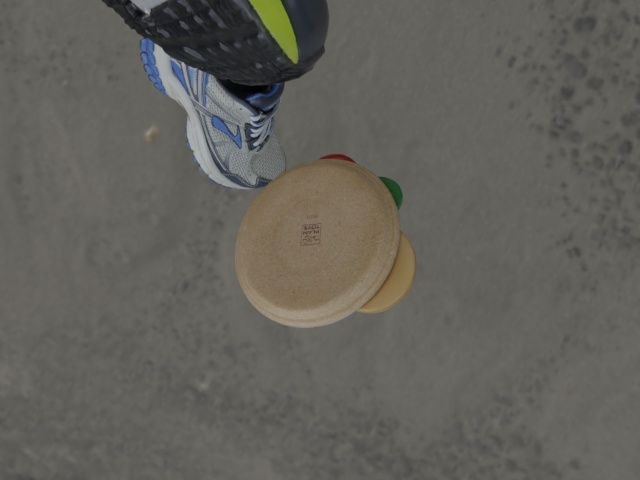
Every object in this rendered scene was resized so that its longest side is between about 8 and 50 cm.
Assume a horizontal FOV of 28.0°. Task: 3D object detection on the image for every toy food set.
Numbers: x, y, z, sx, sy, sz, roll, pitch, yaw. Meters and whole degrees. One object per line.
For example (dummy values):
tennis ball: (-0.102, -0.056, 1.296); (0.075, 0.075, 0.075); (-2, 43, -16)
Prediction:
toy food set: (0.000, 0.000, 0.577); (0.083, 0.083, 0.020); (-21, 152, 16)

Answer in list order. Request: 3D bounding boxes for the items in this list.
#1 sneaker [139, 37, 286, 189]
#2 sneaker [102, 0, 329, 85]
sneaker: (-0.044, -0.071, 0.688); (0.058, 0.052, 0.135); (2, 148, 28)
sneaker: (-0.054, -0.197, 0.422); (0.111, 0.121, 0.300); (-7, 106, 65)
